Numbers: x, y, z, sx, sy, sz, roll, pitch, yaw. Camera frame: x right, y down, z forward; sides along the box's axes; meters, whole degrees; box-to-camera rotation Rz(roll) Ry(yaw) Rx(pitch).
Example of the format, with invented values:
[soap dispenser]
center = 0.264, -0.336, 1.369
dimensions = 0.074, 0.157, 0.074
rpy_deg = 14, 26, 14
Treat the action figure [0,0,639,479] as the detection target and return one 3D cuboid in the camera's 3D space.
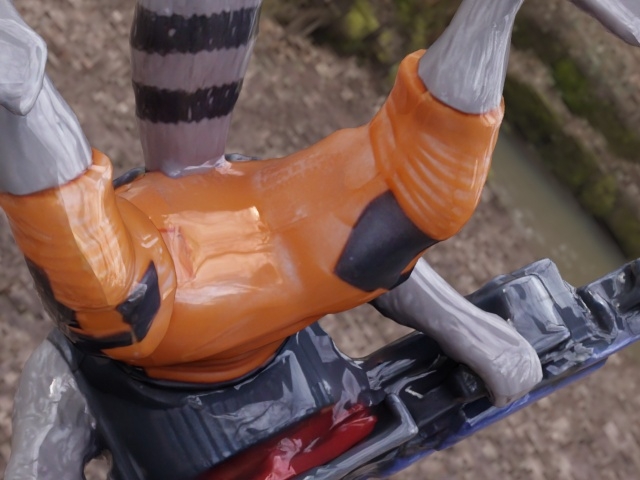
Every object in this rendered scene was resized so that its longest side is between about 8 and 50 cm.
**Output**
[action figure]
center = 0.000, 0.000, 0.570
dimensions = 0.341, 0.330, 0.178
rpy_deg = -22, 65, -27
